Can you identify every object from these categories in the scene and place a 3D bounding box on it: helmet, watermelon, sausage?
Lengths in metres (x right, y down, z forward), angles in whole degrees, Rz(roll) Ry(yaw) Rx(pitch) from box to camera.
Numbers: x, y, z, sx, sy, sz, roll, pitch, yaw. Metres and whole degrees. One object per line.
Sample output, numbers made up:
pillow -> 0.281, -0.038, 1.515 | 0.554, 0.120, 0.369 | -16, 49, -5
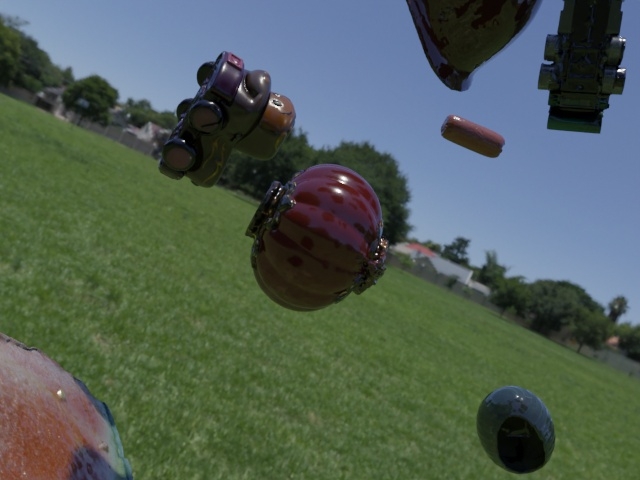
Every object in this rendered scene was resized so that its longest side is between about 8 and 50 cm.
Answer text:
helmet -> 0.283, -0.476, 1.168 | 0.230, 0.384, 0.337 | -22, -41, 27
watermelon -> -0.248, 0.205, 0.522 | 0.222, 0.319, 0.292 | 9, 41, -39
sausage -> 0.356, -0.241, 1.542 | 0.154, 0.062, 0.062 | 20, 2, -10

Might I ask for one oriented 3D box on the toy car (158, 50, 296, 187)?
toy car -> -0.222, -0.264, 1.580 | 0.240, 0.340, 0.271 | 29, 30, -21

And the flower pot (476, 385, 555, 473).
flower pot -> 0.497, 0.482, 1.690 | 0.157, 0.190, 0.243 | -85, 155, -58

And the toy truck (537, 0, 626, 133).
toy truck -> 0.386, -0.284, 0.962 | 0.114, 0.253, 0.124 | 8, 5, 19

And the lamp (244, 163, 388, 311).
lamp -> 0.000, 0.000, 0.972 | 0.227, 0.226, 0.227 | 25, 1, -1
